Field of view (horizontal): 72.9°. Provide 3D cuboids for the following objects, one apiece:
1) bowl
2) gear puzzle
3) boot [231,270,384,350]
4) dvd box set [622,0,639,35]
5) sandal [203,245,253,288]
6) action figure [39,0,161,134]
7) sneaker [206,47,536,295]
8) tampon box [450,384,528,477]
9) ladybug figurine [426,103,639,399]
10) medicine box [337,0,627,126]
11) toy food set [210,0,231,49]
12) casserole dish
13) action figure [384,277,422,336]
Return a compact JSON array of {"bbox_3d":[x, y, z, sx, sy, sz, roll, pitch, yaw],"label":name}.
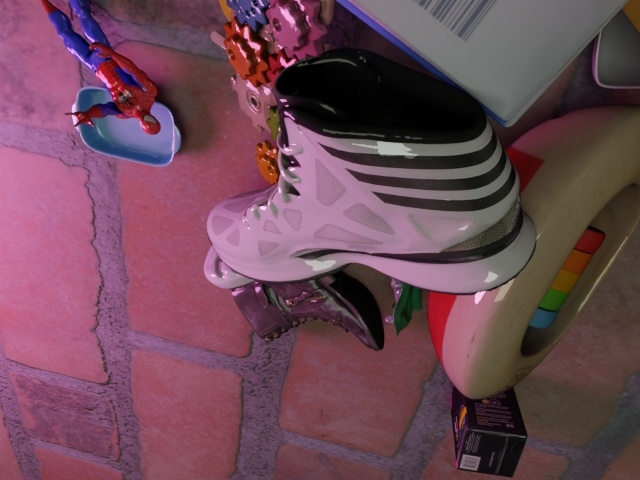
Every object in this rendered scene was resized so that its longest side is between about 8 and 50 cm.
[{"bbox_3d":[0.412,-0.266,0.533,0.142,0.053,0.142,-1,118,12],"label":"bowl"},{"bbox_3d":[-0.074,-0.185,0.569,0.175,0.044,0.339,41,152,18],"label":"gear puzzle"},{"bbox_3d":[-0.027,0.139,0.832,0.229,0.091,0.263,-34,98,26],"label":"boot"},{"bbox_3d":[0.466,-0.240,0.407,0.307,0.062,0.420,-39,95,-4],"label":"dvd box set"},{"bbox_3d":[0.002,-0.012,0.703,0.416,0.169,0.102,-16,134,22],"label":"sandal"},{"bbox_3d":[-0.334,-0.264,0.604,0.091,0.139,0.280,-33,103,15],"label":"action figure"},{"bbox_3d":[-0.013,-0.081,0.495,0.447,0.169,0.257,1,140,36],"label":"sneaker"},{"bbox_3d":[0.313,0.340,0.833,0.101,0.161,0.120,5,119,8],"label":"tampon box"},{"bbox_3d":[0.285,0.022,0.609,0.305,0.162,0.449,8,112,-44],"label":"ladybug figurine"},{"bbox_3d":[0.117,-0.281,0.442,0.263,0.289,0.149,33,119,-8],"label":"medicine box"},{"bbox_3d":[-0.070,-0.349,0.576,0.128,0.071,0.218,30,121,21],"label":"toy food set"},{"bbox_3d":[-0.316,-0.192,0.722,0.188,0.037,0.114,13,120,2],"label":"casserole dish"},{"bbox_3d":[0.138,0.026,0.727,0.063,0.137,0.232,7,112,21],"label":"action figure"}]
